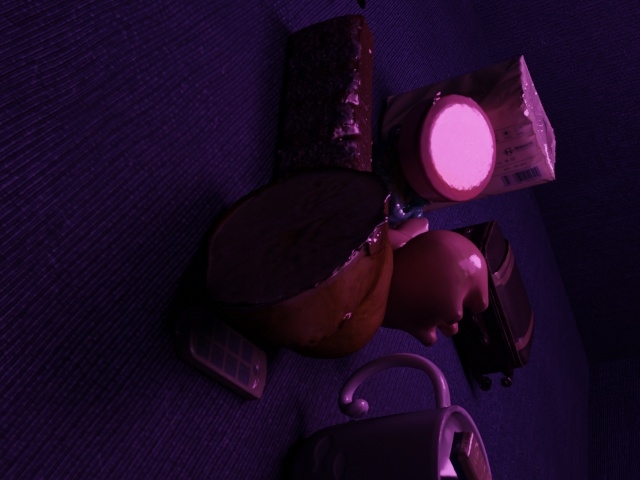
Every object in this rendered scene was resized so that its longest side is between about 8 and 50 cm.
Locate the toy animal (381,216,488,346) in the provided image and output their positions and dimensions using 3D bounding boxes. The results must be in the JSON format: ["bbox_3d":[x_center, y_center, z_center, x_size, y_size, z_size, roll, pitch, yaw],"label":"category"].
[{"bbox_3d":[0.175,0.072,1.570,0.237,0.326,0.269,-11,69,-35],"label":"toy animal"}]

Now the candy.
[{"bbox_3d":[0.285,-0.212,1.821,0.255,0.094,0.255,0,90,-34],"label":"candy"}]

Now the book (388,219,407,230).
[{"bbox_3d":[0.201,0.007,1.976,0.283,0.025,0.214,23,57,-58],"label":"book"}]

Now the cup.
[{"bbox_3d":[0.105,0.362,1.307,0.259,0.275,0.356,36,46,-55],"label":"cup"}]

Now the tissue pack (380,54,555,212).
[{"bbox_3d":[0.377,-0.260,2.055,0.297,0.380,0.207,58,31,-38],"label":"tissue pack"}]

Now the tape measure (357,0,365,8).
[{"bbox_3d":[0.024,-0.721,1.872,0.215,0.098,0.351,31,48,-59],"label":"tape measure"}]

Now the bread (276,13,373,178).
[{"bbox_3d":[0.015,-0.254,1.554,0.113,0.165,0.416,53,33,-51],"label":"bread"}]

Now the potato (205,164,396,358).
[{"bbox_3d":[0.012,0.079,1.217,0.397,0.290,0.296,-117,-178,-61],"label":"potato"}]

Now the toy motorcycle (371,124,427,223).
[{"bbox_3d":[0.182,-0.138,1.866,0.198,0.109,0.296,45,50,-22],"label":"toy motorcycle"}]

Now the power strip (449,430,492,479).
[{"bbox_3d":[0.229,0.348,1.209,0.123,0.032,0.056,65,28,-23],"label":"power strip"}]

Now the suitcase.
[{"bbox_3d":[0.465,0.167,2.253,0.433,0.194,0.283,67,26,-16],"label":"suitcase"}]

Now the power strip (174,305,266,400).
[{"bbox_3d":[-0.136,0.169,1.183,0.227,0.029,0.080,45,39,-48],"label":"power strip"}]
